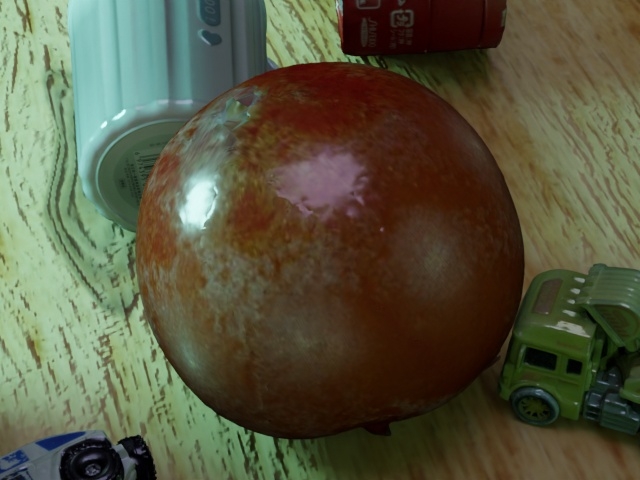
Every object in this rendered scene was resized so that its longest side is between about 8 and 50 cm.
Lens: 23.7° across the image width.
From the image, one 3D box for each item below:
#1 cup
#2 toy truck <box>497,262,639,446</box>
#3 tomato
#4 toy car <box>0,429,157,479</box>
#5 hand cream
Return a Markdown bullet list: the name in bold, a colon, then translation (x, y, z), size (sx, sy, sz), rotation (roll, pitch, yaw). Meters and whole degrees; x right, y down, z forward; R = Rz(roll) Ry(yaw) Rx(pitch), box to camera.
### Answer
- **cup**: translation (-0.094, -0.122, 1.228), size (0.221, 0.167, 0.202), rotation (-6, 47, -2)
- **toy truck**: translation (0.222, 0.079, 1.044), size (0.191, 0.116, 0.085), rotation (16, 45, 16)
- **tomato**: translation (0.000, 0.000, 1.033), size (0.265, 0.265, 0.265), rotation (-1, 44, 1)
- **toy car**: translation (-0.185, 0.176, 0.980), size (0.170, 0.080, 0.070), rotation (-25, 49, -22)
- **hand cream**: translation (0.079, -0.273, 1.337), size (0.149, 0.230, 0.230), rotation (-5, 44, -3)
